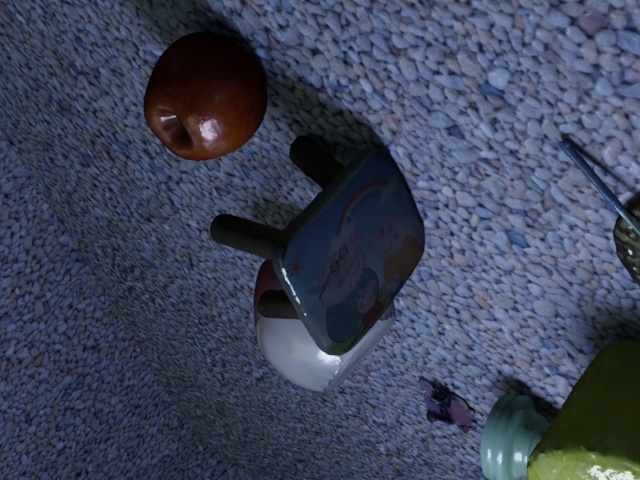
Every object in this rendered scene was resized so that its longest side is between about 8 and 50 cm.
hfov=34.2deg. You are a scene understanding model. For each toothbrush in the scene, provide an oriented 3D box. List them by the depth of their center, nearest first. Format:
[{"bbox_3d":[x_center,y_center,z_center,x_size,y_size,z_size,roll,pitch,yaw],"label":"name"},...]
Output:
[{"bbox_3d":[0.421,-0.061,1.501,0.219,0.016,0.019,50,155,5],"label":"toothbrush"}]

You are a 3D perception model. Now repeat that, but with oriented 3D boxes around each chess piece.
[{"bbox_3d":[0.493,0.433,2.106,0.299,0.194,0.194,11,144,30],"label":"chess piece"}]

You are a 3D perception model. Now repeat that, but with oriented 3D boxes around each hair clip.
[{"bbox_3d":[0.297,0.393,2.445,0.146,0.056,0.187,21,158,31],"label":"hair clip"}]

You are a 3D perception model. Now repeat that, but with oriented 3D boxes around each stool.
[{"bbox_3d":[0.000,0.000,1.888,0.226,0.310,0.310,21,149,41],"label":"stool"}]

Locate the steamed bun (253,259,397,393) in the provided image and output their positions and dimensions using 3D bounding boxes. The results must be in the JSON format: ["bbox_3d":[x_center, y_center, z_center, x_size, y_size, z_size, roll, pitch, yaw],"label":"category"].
[{"bbox_3d":[-0.016,0.143,2.166,0.309,0.309,0.309,31,154,17],"label":"steamed bun"}]

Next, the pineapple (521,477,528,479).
[{"bbox_3d":[0.494,0.552,2.330,0.237,0.186,0.114,1,158,-21],"label":"pineapple"}]

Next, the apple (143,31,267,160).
[{"bbox_3d":[-0.205,-0.255,1.859,0.218,0.201,0.218,29,145,22],"label":"apple"}]

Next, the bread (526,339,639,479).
[{"bbox_3d":[0.552,0.361,1.735,0.348,0.307,0.348,28,150,18],"label":"bread"}]

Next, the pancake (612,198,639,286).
[{"bbox_3d":[0.562,0.041,1.518,0.288,0.033,0.286,25,150,26],"label":"pancake"}]
